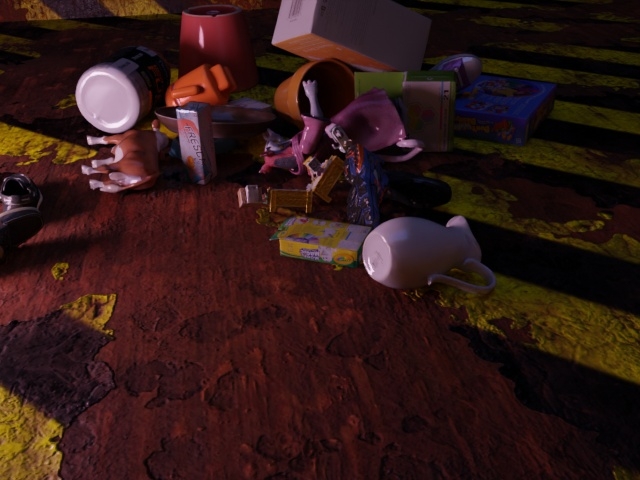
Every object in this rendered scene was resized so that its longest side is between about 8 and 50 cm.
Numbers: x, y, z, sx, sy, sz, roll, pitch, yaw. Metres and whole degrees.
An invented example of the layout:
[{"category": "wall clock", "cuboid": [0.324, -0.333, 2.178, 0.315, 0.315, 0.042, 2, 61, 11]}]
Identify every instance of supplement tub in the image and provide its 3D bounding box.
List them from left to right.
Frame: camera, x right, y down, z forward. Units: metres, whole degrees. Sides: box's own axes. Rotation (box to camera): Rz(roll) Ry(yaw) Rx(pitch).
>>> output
[{"category": "supplement tub", "cuboid": [-0.555, -0.448, 2.119, 0.193, 0.194, 0.316, 3, 29, 8]}]

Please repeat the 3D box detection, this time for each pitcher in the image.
[{"category": "pitcher", "cuboid": [0.193, 0.035, 1.278, 0.207, 0.126, 0.178, -5, 42, -31]}]

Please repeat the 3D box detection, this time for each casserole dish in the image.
[{"category": "casserole dish", "cuboid": [-0.304, -0.256, 1.916, 0.188, 0.037, 0.114, -16, 31, -24]}]

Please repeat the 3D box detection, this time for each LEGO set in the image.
[{"category": "LEGO set", "cuboid": [-0.050, -0.129, 1.601, 0.287, 0.132, 0.107, -35, 20, -12]}]

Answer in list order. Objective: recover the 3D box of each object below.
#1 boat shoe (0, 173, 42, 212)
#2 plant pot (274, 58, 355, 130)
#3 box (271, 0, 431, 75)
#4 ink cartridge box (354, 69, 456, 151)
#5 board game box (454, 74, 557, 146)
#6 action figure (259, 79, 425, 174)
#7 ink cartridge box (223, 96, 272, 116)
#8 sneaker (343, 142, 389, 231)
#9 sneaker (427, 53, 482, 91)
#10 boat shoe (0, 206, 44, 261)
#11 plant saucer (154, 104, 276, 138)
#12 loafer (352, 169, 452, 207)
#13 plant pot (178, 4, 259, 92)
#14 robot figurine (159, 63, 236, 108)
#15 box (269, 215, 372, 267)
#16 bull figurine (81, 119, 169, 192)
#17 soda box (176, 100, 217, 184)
[{"category": "boat shoe", "cuboid": [-0.659, -0.106, 1.606, 0.083, 0.079, 0.233, -12, 28, -16]}, {"category": "plant pot", "cuboid": [-0.025, -0.383, 1.994, 0.205, 0.205, 0.188, -19, 18, -30]}, {"category": "box", "cuboid": [0.083, -0.548, 1.934, 0.345, 0.168, 0.215, 14, -2, -30]}, {"category": "ink cartridge box", "cuboid": [0.212, -0.328, 1.869, 0.255, 0.189, 0.097, 1, 30, 7]}, {"category": "board game box", "cuboid": [0.501, -0.370, 2.050, 0.233, 0.078, 0.347, 13, 31, 26]}, {"category": "action figure", "cuboid": [0.017, -0.230, 1.768, 0.370, 0.276, 0.248, -30, -6, -20]}, {"category": "ink cartridge box", "cuboid": [-0.210, -0.366, 2.099, 0.088, 0.052, 0.122, -25, 35, -37]}, {"category": "sneaker", "cuboid": [0.106, -0.104, 1.509, 0.087, 0.083, 0.221, 12, 56, -22]}, {"category": "sneaker", "cuboid": [0.315, -0.398, 1.974, 0.282, 0.102, 0.161, -25, 29, 10]}, {"category": "boat shoe", "cuboid": [-0.622, 0.010, 1.393, 0.223, 0.080, 0.073, -30, 44, -34]}, {"category": "plant saucer", "cuboid": [-0.270, -0.307, 1.897, 0.310, 0.050, 0.311, 2, 18, -1]}, {"category": "loafer", "cuboid": [0.180, -0.121, 1.597, 0.223, 0.076, 0.078, 8, 37, 24]}, {"category": "plant pot", "cuboid": [-0.343, -0.632, 2.403, 0.274, 0.243, 0.275, -1, 29, 0]}, {"category": "robot figurine", "cuboid": [-0.348, -0.415, 2.075, 0.219, 0.128, 0.158, -26, 34, 18]}, {"category": "box", "cuboid": [0.000, 0.000, 1.416, 0.179, 0.043, 0.105, 11, 31, 17]}, {"category": "bull figurine", "cuboid": [-0.458, -0.202, 1.755, 0.188, 0.101, 0.310, -10, 27, -7]}, {"category": "soda box", "cuboid": [-0.286, -0.226, 1.700, 0.058, 0.183, 0.063, 10, 32, 21]}]
